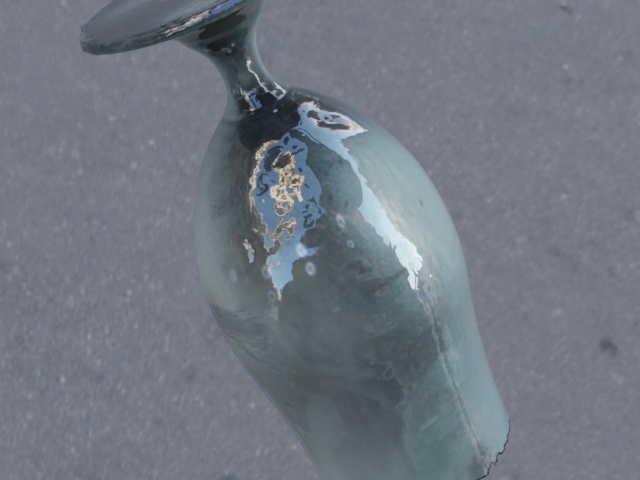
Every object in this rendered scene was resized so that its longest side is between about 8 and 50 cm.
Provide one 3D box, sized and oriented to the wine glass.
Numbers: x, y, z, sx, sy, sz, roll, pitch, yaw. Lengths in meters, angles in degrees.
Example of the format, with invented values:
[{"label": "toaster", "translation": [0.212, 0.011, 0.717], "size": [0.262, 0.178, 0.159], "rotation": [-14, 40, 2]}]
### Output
[{"label": "wine glass", "translation": [0.000, 0.000, 0.438], "size": [0.093, 0.093, 0.202], "rotation": [-39, 119, -30]}]
